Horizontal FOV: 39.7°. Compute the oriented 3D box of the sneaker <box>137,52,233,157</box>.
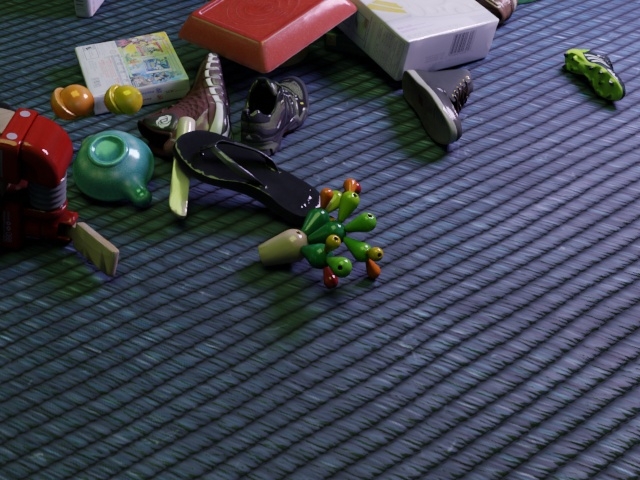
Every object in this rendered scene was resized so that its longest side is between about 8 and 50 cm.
[{"bbox_3d":[-0.247,-0.240,1.587,0.163,0.106,0.281,-11,39,-1],"label":"sneaker"}]

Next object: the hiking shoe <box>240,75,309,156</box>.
[{"bbox_3d":[-0.078,-0.247,1.576,0.086,0.114,0.226,11,42,14],"label":"hiking shoe"}]

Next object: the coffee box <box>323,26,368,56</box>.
[{"bbox_3d":[0.090,-0.451,1.863,0.113,0.040,0.184,15,43,15],"label":"coffee box"}]

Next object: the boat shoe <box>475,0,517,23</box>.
[{"bbox_3d":[0.288,-0.524,1.907,0.258,0.095,0.095,16,50,18],"label":"boat shoe"}]

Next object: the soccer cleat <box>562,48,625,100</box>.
[{"bbox_3d":[0.535,-0.323,1.691,0.072,0.060,0.179,-14,39,-16],"label":"soccer cleat"}]

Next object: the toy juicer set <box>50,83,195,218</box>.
[{"bbox_3d":[-0.328,-0.155,1.480,0.329,0.089,0.209,19,62,10],"label":"toy juicer set"}]

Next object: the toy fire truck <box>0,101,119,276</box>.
[{"bbox_3d":[-0.404,-0.062,1.313,0.247,0.217,0.158,13,40,-6],"label":"toy fire truck"}]

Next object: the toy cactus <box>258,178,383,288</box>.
[{"bbox_3d":[0.000,0.000,1.321,0.181,0.112,0.219,-18,42,10],"label":"toy cactus"}]

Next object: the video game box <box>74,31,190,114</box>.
[{"bbox_3d":[-0.369,-0.331,1.735,0.187,0.048,0.205,-15,43,-13],"label":"video game box"}]

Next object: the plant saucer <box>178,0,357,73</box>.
[{"bbox_3d":[-0.106,-0.438,1.705,0.258,0.047,0.259,29,56,34],"label":"plant saucer"}]

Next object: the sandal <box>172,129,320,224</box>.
[{"bbox_3d":[-0.111,-0.115,1.410,0.255,0.054,0.097,25,50,2],"label":"sandal"}]

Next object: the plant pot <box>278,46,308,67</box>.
[{"bbox_3d":[-0.093,-0.426,1.798,0.134,0.095,0.134,-1,41,1],"label":"plant pot"}]

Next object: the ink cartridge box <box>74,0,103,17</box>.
[{"bbox_3d":[-0.502,-0.636,1.972,0.045,0.206,0.208,8,41,6],"label":"ink cartridge box"}]

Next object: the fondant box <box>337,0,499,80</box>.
[{"bbox_3d":[0.158,-0.471,1.791,0.238,0.096,0.330,-20,52,-30],"label":"fondant box"}]

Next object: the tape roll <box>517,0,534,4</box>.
[{"bbox_3d":[0.404,-0.651,2.062,0.322,0.077,0.321,0,41,0],"label":"tape roll"}]

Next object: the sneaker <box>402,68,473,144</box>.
[{"bbox_3d":[0.237,-0.255,1.601,0.118,0.083,0.222,-10,41,-11],"label":"sneaker"}]
